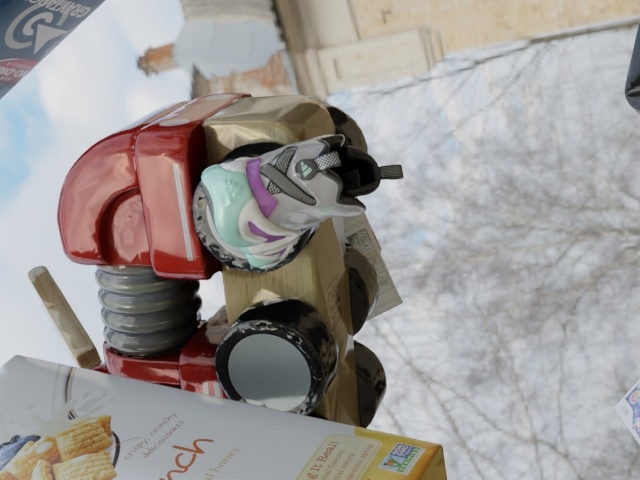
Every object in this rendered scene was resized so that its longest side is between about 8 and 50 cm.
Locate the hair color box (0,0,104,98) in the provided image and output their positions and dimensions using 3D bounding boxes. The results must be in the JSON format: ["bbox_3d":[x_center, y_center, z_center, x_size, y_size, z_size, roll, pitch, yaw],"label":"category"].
[{"bbox_3d":[-0.193,-0.242,0.645,0.174,0.347,0.105,53,-166,7],"label":"hair color box"}]

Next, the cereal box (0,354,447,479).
[{"bbox_3d":[-0.091,0.126,0.400,0.173,0.240,0.047,-46,-47,-47],"label":"cereal box"}]

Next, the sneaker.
[{"bbox_3d":[-0.001,-0.017,0.385,0.098,0.069,0.038,24,-132,-84],"label":"sneaker"}]

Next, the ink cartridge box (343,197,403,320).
[{"bbox_3d":[0.000,0.000,0.614,0.115,0.063,0.029,64,178,-22],"label":"ink cartridge box"}]

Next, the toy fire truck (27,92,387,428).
[{"bbox_3d":[-0.095,0.028,0.573,0.158,0.247,0.217,-52,-41,-64],"label":"toy fire truck"}]

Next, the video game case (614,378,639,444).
[{"bbox_3d":[0.379,0.165,1.092,0.011,0.122,0.087,29,-162,-22],"label":"video game case"}]

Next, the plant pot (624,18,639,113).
[{"bbox_3d":[0.341,-0.147,0.669,0.187,0.167,0.188,26,-106,-33],"label":"plant pot"}]
